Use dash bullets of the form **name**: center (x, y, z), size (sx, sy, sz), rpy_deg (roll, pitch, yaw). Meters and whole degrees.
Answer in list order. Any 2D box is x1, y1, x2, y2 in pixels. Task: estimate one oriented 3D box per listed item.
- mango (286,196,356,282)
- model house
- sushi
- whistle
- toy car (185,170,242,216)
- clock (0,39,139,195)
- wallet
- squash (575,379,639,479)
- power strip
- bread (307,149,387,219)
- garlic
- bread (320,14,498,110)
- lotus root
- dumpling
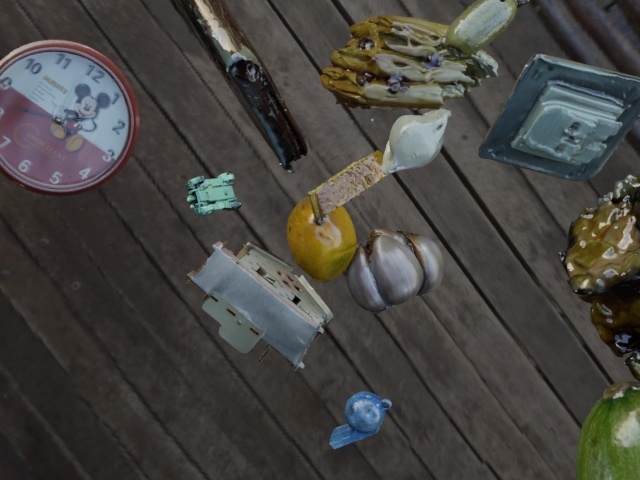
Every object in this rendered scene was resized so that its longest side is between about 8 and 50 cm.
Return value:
- **mango**: center (-0.001, -0.004, 1.942), size (0.144, 0.359, 0.186), rpy_deg (-9, 86, -3)
- **model house**: center (-0.131, 0.137, 2.024), size (0.326, 0.244, 0.169), rpy_deg (39, 106, 0)
- **sushi**: center (0.410, 0.050, 1.112), size (0.204, 0.200, 0.213), rpy_deg (43, 133, -16)
- **whistle**: center (0.073, 0.350, 1.769), size (0.158, 0.090, 0.090), rpy_deg (-25, 96, 22)
- **toy car**: center (-0.198, -0.082, 1.615), size (0.054, 0.143, 0.073), rpy_deg (-17, 92, 24)
- **clock**: center (-0.525, -0.243, 1.781), size (0.319, 0.080, 0.318), rpy_deg (-4, 107, -13)
- **wallet**: center (-0.076, -0.153, 0.576), size (0.031, 0.122, 0.232), rpy_deg (-32, 59, -2)
- **squash**: center (0.532, 0.354, 1.322), size (0.311, 0.310, 0.308), rpy_deg (-10, 97, 5)
- **power strip**: center (0.367, -0.164, 1.311), size (0.213, 0.064, 0.198), rpy_deg (11, 132, -14)
- **bread**: center (0.047, -0.098, 1.621), size (0.187, 0.103, 0.065), rpy_deg (-36, 97, -25)
- **garlic**: center (0.164, 0.071, 1.981), size (0.214, 0.160, 0.191), rpy_deg (-14, 110, 19)
- **bread**: center (0.206, -0.383, 1.892), size (0.370, 0.314, 0.191), rpy_deg (-5, 104, -20)
- **lotus root**: center (0.311, -0.417, 1.671), size (0.183, 0.090, 0.077), rpy_deg (-39, 89, -4)
- **dumpling**: center (0.093, -0.098, 0.872), size (0.052, 0.057, 0.076), rpy_deg (17, 106, 2)
